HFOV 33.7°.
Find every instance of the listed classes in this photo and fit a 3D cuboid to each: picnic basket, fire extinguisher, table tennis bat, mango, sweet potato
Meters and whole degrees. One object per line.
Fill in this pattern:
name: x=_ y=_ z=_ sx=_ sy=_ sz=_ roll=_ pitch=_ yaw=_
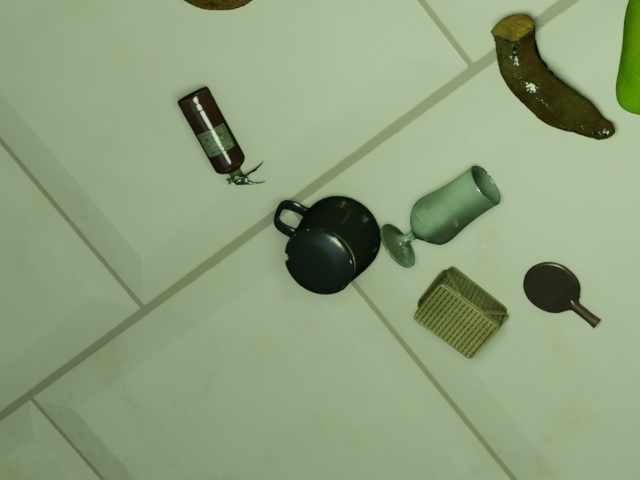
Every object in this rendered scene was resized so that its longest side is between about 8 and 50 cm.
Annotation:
picnic basket: x=0.281 y=0.146 z=2.125 sx=0.164 sy=0.079 sz=0.115 roll=36 pitch=123 yaw=2
fire extinguisher: x=-0.195 y=-0.205 z=2.161 sx=0.099 sy=0.071 sz=0.231 roll=-29 pitch=104 yaw=3
table tennis bat: x=0.454 y=0.130 z=2.021 sx=0.170 sy=0.119 sz=0.107 roll=38 pitch=124 yaw=3
mango: x=0.580 y=-0.344 z=1.704 sx=0.192 sy=0.156 sz=0.343 roll=34 pitch=128 yaw=14
sweet potato: x=0.402 y=-0.272 z=1.857 sx=0.286 sy=0.085 sz=0.112 roll=45 pitch=119 yaw=-4

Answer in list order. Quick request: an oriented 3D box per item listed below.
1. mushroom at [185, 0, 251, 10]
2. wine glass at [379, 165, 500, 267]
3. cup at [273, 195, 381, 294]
mushroom: x=-0.193 y=-0.544 z=1.930 sx=0.253 sy=0.153 sz=0.253 roll=7 pitch=109 yaw=21
wine glass: x=0.232 y=-0.047 z=2.036 sx=0.231 sy=0.103 sz=0.103 roll=-36 pitch=98 yaw=29
cup: x=0.000 y=0.000 z=2.114 sx=0.223 sy=0.176 sz=0.169 roll=29 pitch=126 yaw=6
